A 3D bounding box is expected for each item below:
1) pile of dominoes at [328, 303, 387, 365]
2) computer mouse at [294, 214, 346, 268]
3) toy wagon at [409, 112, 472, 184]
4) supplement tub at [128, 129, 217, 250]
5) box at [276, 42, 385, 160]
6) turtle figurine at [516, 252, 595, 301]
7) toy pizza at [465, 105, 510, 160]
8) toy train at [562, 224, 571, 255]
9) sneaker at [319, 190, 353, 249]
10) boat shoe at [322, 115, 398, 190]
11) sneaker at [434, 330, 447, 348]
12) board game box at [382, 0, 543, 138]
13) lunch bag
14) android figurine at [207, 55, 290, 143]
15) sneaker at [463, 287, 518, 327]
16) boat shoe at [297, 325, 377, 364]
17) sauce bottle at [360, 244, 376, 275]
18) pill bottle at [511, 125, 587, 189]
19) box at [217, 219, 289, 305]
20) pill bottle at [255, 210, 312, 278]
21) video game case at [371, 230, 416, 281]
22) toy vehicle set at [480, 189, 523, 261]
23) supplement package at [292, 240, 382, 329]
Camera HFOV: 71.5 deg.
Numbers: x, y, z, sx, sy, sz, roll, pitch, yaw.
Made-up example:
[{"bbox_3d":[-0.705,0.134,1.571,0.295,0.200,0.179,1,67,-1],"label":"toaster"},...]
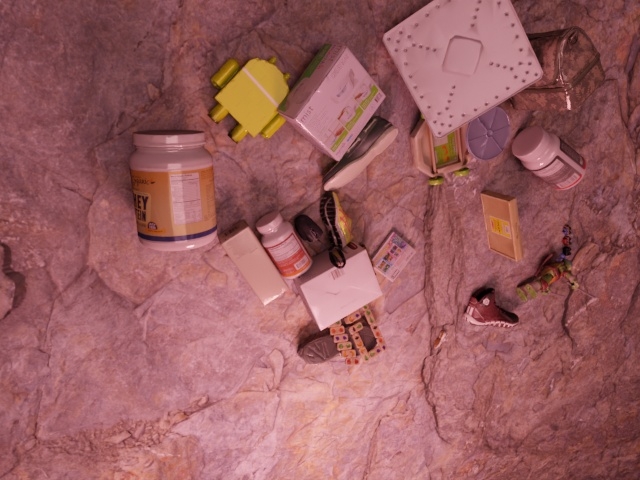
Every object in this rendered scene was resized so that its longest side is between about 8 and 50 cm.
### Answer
[{"bbox_3d":[0.138,0.342,1.685,0.195,0.040,0.252,-25,88,-26],"label":"pile of dominoes"},{"bbox_3d":[0.000,0.000,1.510,0.071,0.041,0.242,-40,75,-20],"label":"computer mouse"},{"bbox_3d":[0.494,-0.368,1.649,0.343,0.068,0.268,-19,113,-16],"label":"toy wagon"},{"bbox_3d":[-0.418,-0.150,1.272,0.228,0.228,0.317,-6,109,-19],"label":"supplement tub"},{"bbox_3d":[0.037,-0.427,1.386,0.231,0.126,0.262,34,93,-42],"label":"box"},{"bbox_3d":[1.041,0.217,1.982,0.266,0.198,0.275,-22,110,-9],"label":"turtle figurine"},{"bbox_3d":[0.609,-0.393,1.630,0.201,0.032,0.202,-6,109,-19],"label":"toy pizza"},{"bbox_3d":[1.128,0.000,2.040,0.036,0.027,0.159,-16,113,-4],"label":"toy train"},{"bbox_3d":[0.064,-0.078,1.576,0.094,0.081,0.209,-26,111,-37],"label":"sneaker"},{"bbox_3d":[0.118,-0.299,1.526,0.319,0.116,0.099,-41,74,3],"label":"boat shoe"},{"bbox_3d":[0.528,0.437,1.942,0.036,0.032,0.083,25,97,-26],"label":"sneaker"},{"bbox_3d":[0.461,-0.602,1.459,0.389,0.050,0.390,-30,104,13],"label":"board game box"},{"bbox_3d":[0.782,-0.612,1.556,0.212,0.305,0.256,-43,120,-6],"label":"lunch bag"},{"bbox_3d":[-0.207,-0.436,1.357,0.248,0.056,0.273,42,90,-27],"label":"android figurine"},{"bbox_3d":[0.768,0.288,1.950,0.280,0.106,0.163,4,102,-22],"label":"sneaker"},{"bbox_3d":[0.070,0.405,1.724,0.319,0.103,0.118,-13,84,-22],"label":"boat shoe"},{"bbox_3d":[0.174,0.079,1.673,0.042,0.042,0.128,-30,107,-10],"label":"sauce bottle"},{"bbox_3d":[0.906,-0.330,1.769,0.283,0.161,0.162,25,97,-26],"label":"pill bottle"},{"bbox_3d":[-0.224,0.075,1.496,0.113,0.094,0.275,-32,116,-8],"label":"box"},{"bbox_3d":[-0.126,0.013,1.500,0.121,0.121,0.216,-34,115,-8],"label":"pill bottle"},{"bbox_3d":[0.280,0.064,1.732,0.143,0.019,0.157,36,92,-27],"label":"video game case"},{"bbox_3d":[0.727,-0.060,1.783,0.035,0.166,0.267,-23,114,-12],"label":"toy vehicle set"},{"bbox_3d":[0.053,0.151,1.600,0.261,0.145,0.204,-28,115,-12],"label":"supplement package"}]
